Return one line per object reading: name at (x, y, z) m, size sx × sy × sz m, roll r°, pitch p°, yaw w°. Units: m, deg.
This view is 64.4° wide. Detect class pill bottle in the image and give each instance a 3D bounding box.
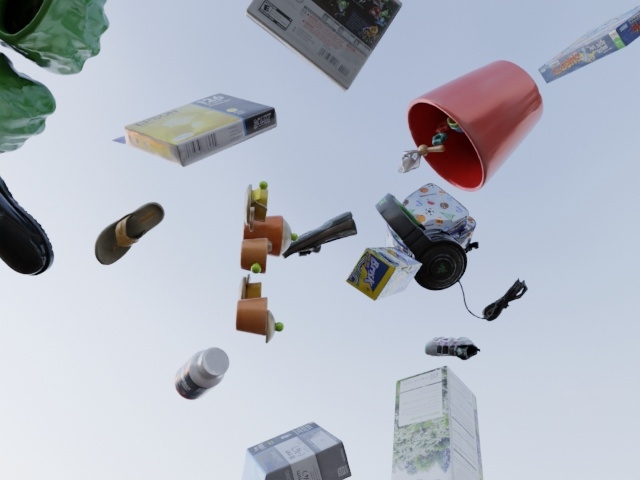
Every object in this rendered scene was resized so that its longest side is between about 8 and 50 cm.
pill bottle at (-0.328, 0.367, 1.416) m, size 0.108 × 0.108 × 0.180 m, roll 29°, pitch -46°, yaw -18°

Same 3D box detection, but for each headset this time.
headset at (0.301, 0.025, 1.225) m, size 0.185 × 0.243 × 0.394 m, roll -42°, pitch -94°, yaw 12°

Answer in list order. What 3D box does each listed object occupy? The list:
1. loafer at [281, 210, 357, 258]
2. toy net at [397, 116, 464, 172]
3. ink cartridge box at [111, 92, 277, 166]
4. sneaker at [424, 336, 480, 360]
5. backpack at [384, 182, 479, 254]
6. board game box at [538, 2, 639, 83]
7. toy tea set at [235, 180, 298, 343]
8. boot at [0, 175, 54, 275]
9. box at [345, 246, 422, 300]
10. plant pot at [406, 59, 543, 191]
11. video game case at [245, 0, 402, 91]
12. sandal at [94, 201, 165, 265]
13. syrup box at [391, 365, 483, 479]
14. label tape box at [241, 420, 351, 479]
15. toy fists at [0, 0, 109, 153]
loafer at (0.000, 0.000, 1.581) m, size 0.267 × 0.096 × 0.084 m, roll -29°, pitch -82°, yaw -16°
toy net at (0.281, -0.259, 1.282) m, size 0.232 × 0.122 × 0.045 m, roll -34°, pitch -59°, yaw 13°
ink cartridge box at (-0.321, -0.296, 1.280) m, size 0.307 × 0.303 × 0.072 m, roll 24°, pitch -47°, yaw 33°
sneaker at (0.248, 0.203, 0.944) m, size 0.098 × 0.069 × 0.038 m, roll -7°, pitch -85°, yaw -9°
backpack at (0.349, -0.038, 1.680) m, size 0.263 × 0.276 × 0.213 m, roll -37°, pitch -35°, yaw -15°
board game box at (0.490, -0.348, 0.874) m, size 0.136 × 0.201 × 0.035 m, roll -37°, pitch -83°, yaw -8°
toy tea set at (-0.105, 0.054, 1.061) m, size 0.124 × 0.336 × 0.200 m, roll 4°, pitch -24°, yaw -8°
boot at (-0.573, -0.022, 0.831) m, size 0.094 × 0.207 × 0.247 m, roll -25°, pitch -77°, yaw 7°
box at (0.102, 0.047, 0.776) m, size 0.054 × 0.169 × 0.059 m, roll 35°, pitch -77°, yaw 19°
plant pot at (0.395, -0.300, 1.271) m, size 0.243 × 0.275 × 0.275 m, roll -37°, pitch -52°, yaw -10°
video game case at (0.009, -0.355, 0.780) m, size 0.190 × 0.173 × 0.022 m, roll 34°, pitch -8°, yaw -14°
sandal at (-0.409, -0.019, 1.095) m, size 0.049 × 0.180 × 0.072 m, roll 12°, pitch -41°, yaw 55°
syrup box at (0.165, 0.308, 0.716) m, size 0.093 × 0.237 × 0.096 m, roll -27°, pitch -59°, yaw 29°
label tape box at (-0.116, 0.638, 1.417) m, size 0.333 × 0.106 × 0.240 m, roll -15°, pitch 0°, yaw -22°
toy fists at (-0.367, -0.217, 0.621) m, size 0.096 × 0.142 × 0.279 m, roll 38°, pitch -83°, yaw 2°
